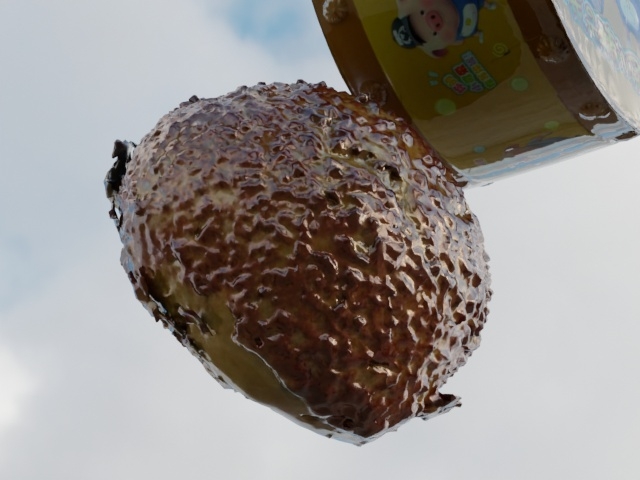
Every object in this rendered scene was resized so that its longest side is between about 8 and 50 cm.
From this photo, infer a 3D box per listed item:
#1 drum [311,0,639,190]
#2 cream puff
[{"bbox_3d":[0.163,-0.265,1.654,0.214,0.431,0.431,-17,-47,25],"label":"drum"},{"bbox_3d":[0.003,0.001,1.409,0.350,0.350,0.228,35,-70,-31],"label":"cream puff"}]
